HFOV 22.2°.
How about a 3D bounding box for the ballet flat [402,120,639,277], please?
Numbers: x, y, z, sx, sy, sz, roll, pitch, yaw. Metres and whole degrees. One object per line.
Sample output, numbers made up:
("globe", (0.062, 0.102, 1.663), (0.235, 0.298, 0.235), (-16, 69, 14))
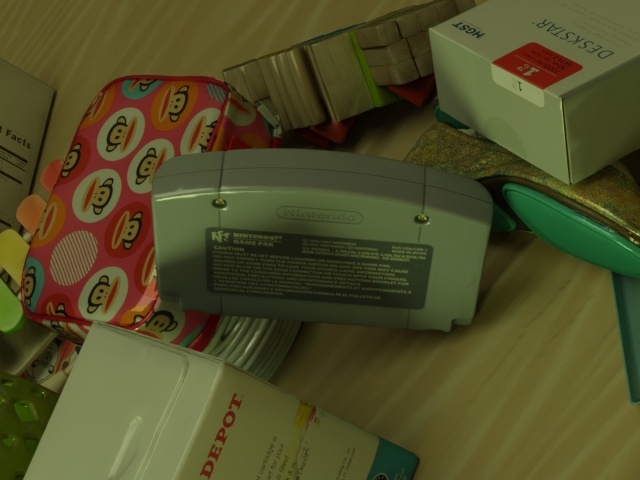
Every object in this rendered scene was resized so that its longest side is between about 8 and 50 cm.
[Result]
("ballet flat", (0.197, -0.054, 1.461), (0.348, 0.123, 0.123), (14, 78, 54))

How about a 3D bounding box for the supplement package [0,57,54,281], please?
("supplement package", (-0.491, -0.089, 2.105), (0.177, 0.175, 0.293), (-12, 59, 41))

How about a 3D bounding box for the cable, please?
("cable", (-0.118, 0.059, 1.729), (0.257, 0.089, 0.257), (-37, 46, 22))

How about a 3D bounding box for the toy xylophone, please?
("toy xylophone", (-0.313, 0.046, 1.902), (0.236, 0.081, 0.322), (27, 78, 47))

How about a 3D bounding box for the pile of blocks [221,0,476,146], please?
("pile of blocks", (0.037, -0.166, 1.717), (0.362, 0.149, 0.112), (-8, 105, 51))

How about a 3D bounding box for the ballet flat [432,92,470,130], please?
("ballet flat", (0.206, -0.145, 1.555), (0.221, 0.077, 0.079), (0, 48, 44))

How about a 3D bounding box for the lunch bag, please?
("lunch bag", (-0.162, -0.027, 1.664), (0.258, 0.120, 0.293), (5, 69, 44))

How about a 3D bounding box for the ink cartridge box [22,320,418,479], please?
("ink cartridge box", (-0.093, 0.222, 1.474), (0.197, 0.270, 0.198), (13, 77, 47))

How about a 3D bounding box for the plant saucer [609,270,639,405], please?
("plant saucer", (0.285, 0.048, 1.400), (0.067, 0.018, 0.192), (-25, 51, 32))

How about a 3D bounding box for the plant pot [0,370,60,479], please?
("plant pot", (-0.312, 0.277, 1.660), (0.227, 0.207, 0.228), (-51, 44, 41))

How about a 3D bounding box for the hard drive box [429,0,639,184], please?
("hard drive box", (0.242, -0.162, 1.415), (0.232, 0.089, 0.181), (-29, 39, -22))

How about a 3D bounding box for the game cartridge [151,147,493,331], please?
("game cartridge", (0.000, 0.000, 1.462), (0.297, 0.198, 0.062), (5, 48, 0))

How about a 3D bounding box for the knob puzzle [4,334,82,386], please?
("knob puzzle", (-0.325, 0.183, 1.899), (0.213, 0.030, 0.213), (-22, 54, 34))
